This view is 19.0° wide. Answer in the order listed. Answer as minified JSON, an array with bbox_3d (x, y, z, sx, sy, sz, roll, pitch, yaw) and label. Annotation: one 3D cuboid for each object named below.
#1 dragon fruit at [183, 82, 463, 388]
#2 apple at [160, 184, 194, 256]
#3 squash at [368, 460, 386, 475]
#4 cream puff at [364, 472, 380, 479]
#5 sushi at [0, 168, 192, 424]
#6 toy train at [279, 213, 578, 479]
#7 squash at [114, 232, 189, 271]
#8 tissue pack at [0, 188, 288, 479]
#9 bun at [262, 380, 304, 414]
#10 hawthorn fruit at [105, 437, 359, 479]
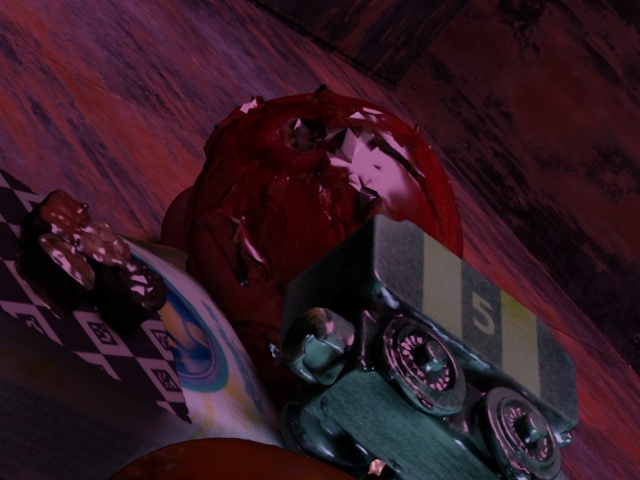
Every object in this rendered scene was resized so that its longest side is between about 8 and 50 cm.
[{"bbox_3d":[0.000,0.000,1.892,0.295,0.296,0.301,54,-12,44],"label":"dragon fruit"},{"bbox_3d":[-0.119,0.001,2.289,0.153,0.120,0.153,33,15,-10],"label":"apple"},{"bbox_3d":[0.087,0.272,1.910,0.237,0.204,0.155,0,14,-36],"label":"squash"},{"bbox_3d":[0.063,0.312,1.727,0.269,0.155,0.241,39,18,-18],"label":"cream puff"},{"bbox_3d":[-0.186,0.014,1.520,0.220,0.047,0.231,35,18,-31],"label":"sushi"},{"bbox_3d":[0.091,0.129,1.669,0.299,0.167,0.238,38,33,-24],"label":"toy train"},{"bbox_3d":[-0.219,0.027,2.025,0.250,0.083,0.083,24,22,-44],"label":"squash"},{"bbox_3d":[-0.223,0.089,1.623,0.388,0.162,0.287,31,18,-41],"label":"tissue pack"},{"bbox_3d":[0.018,0.157,2.102,0.259,0.152,0.259,33,18,-12],"label":"bun"},{"bbox_3d":[-0.072,0.261,1.320,0.301,0.267,0.267,33,16,-24],"label":"hawthorn fruit"}]
